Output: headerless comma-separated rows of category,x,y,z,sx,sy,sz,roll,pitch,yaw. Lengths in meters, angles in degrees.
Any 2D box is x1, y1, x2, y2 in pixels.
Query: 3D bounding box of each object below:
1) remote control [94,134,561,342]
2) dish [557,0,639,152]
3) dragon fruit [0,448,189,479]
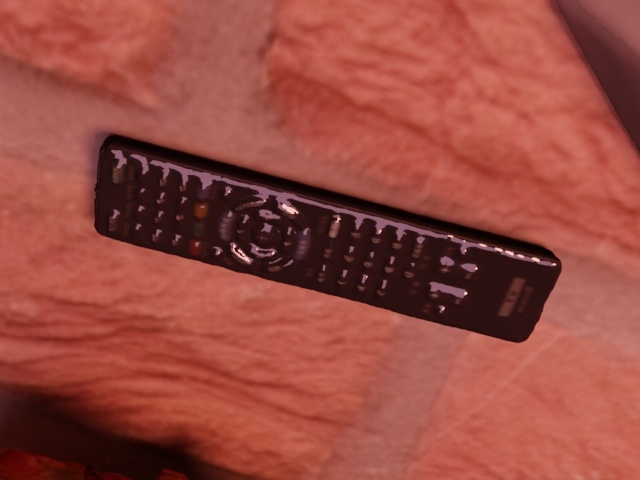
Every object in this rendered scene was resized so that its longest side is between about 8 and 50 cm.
remote control,0.000,0.000,0.477,0.245,0.025,0.063,15,123,-1
dish,0.194,-0.071,0.368,0.154,0.064,0.234,-25,115,30
dragon fruit,-0.110,0.307,0.519,0.249,0.386,0.371,5,158,-36
